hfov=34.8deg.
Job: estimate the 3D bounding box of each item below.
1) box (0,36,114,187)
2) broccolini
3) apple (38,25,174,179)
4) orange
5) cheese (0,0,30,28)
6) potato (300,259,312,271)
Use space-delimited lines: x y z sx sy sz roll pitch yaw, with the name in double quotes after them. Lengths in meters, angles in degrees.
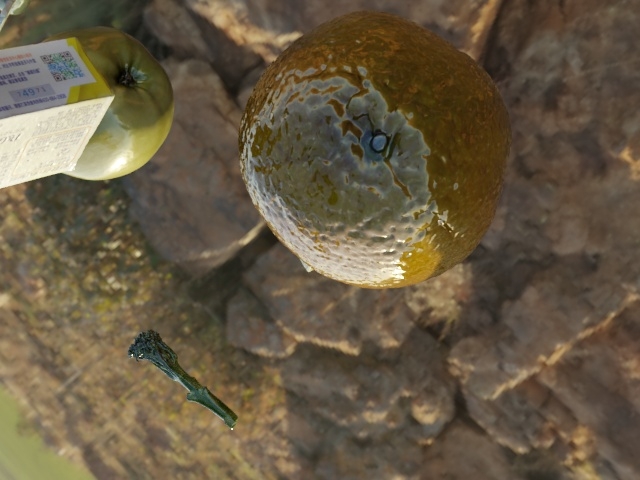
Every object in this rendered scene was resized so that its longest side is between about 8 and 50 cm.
-0.394 -0.133 1.183 0.097 0.265 0.168 57 138 12 "box"
-0.211 0.216 1.614 0.216 0.067 0.058 35 112 18 "broccolini"
-0.370 -0.227 1.670 0.262 0.262 0.262 37 153 23 "apple"
0.066 -0.102 1.178 0.322 0.322 0.357 49 -179 -2 "orange"
-0.435 -0.358 1.458 0.050 0.255 0.127 27 121 -20 "cheese"
0.000 0.001 1.577 0.061 0.086 0.122 62 167 13 "potato"
